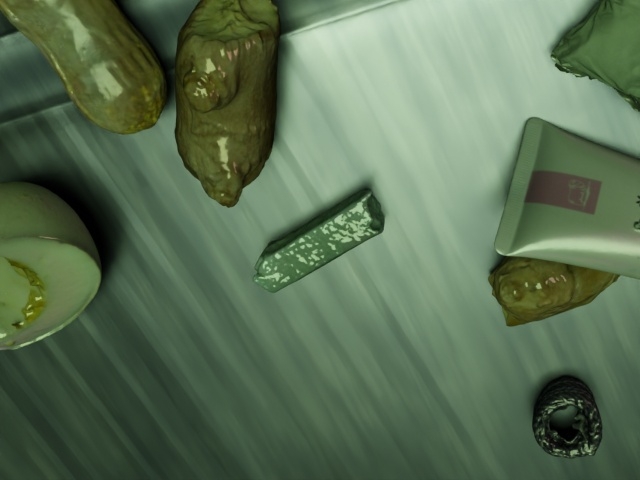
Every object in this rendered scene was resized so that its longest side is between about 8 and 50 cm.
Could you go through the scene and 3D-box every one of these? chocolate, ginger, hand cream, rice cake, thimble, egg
[{"bbox_3d":[-0.307,-0.268,0.985,0.134,0.134,0.309,-26,106,18],"label":"chocolate"},{"bbox_3d":[-0.117,-0.175,0.954,0.130,0.221,0.276,3,105,-2],"label":"ginger"},{"bbox_3d":[0.314,0.043,1.019,0.193,0.122,0.115,-26,89,12],"label":"ginger"},{"bbox_3d":[0.406,-0.022,0.970,0.358,0.118,0.186,17,79,2],"label":"hand cream"},{"bbox_3d":[-0.001,0.000,1.078,0.206,0.069,0.063,-30,102,17],"label":"rice cake"},{"bbox_3d":[0.347,0.252,1.123,0.095,0.066,0.104,-16,106,14],"label":"thimble"},{"bbox_3d":[-0.424,0.012,1.106,0.206,0.162,0.271,-16,149,-17],"label":"egg"}]

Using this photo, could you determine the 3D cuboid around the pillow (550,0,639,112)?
[{"bbox_3d":[0.438,-0.249,0.846,0.283,0.138,0.310,32,124,12],"label":"pillow"}]
